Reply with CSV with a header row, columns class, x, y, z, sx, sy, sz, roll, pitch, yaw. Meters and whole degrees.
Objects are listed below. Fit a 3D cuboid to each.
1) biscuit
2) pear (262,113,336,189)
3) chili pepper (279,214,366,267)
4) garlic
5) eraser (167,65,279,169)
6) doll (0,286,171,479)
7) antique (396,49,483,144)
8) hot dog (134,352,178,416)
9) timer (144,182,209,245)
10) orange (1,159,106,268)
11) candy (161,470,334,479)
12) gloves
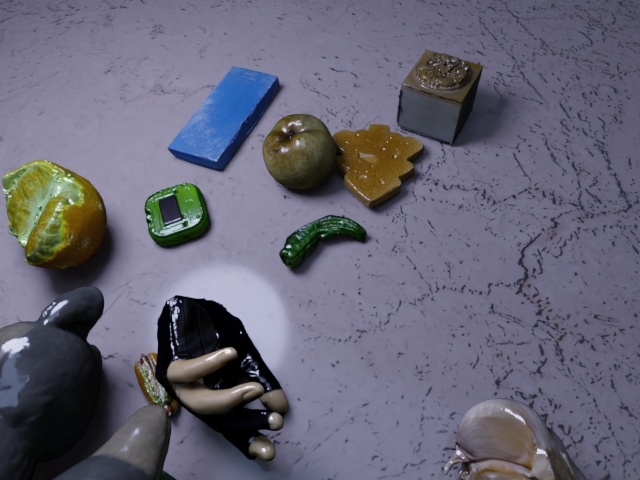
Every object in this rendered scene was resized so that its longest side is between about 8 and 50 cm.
class,x,y,z,sx,sy,sz,roll,pitch,yaw
biscuit,0.119,-0.167,1.060,0.212,0.041,0.239,8,57,4
pear,-0.045,-0.194,1.035,0.167,0.136,0.167,-13,56,20
chili pepper,0.000,-0.005,0.962,0.182,0.050,0.073,-22,51,-12
garlic,0.283,0.336,0.669,0.142,0.178,0.230,0,71,-31
eraser,-0.230,-0.308,1.183,0.144,0.043,0.312,18,60,17
doll,-0.385,0.281,0.697,0.378,0.252,0.382,28,43,1
antique,0.268,-0.330,1.089,0.146,0.148,0.152,24,60,17
hot dog,-0.282,0.247,0.829,0.056,0.041,0.133,-32,60,-14
timer,-0.308,-0.059,1.026,0.127,0.047,0.140,-19,57,-6
orange,-0.521,-0.050,0.965,0.237,0.158,0.179,37,104,31
candy,-0.178,0.432,0.634,0.397,0.172,0.263,-3,52,19
gloves,-0.151,0.219,0.772,0.301,0.197,0.152,34,100,41
